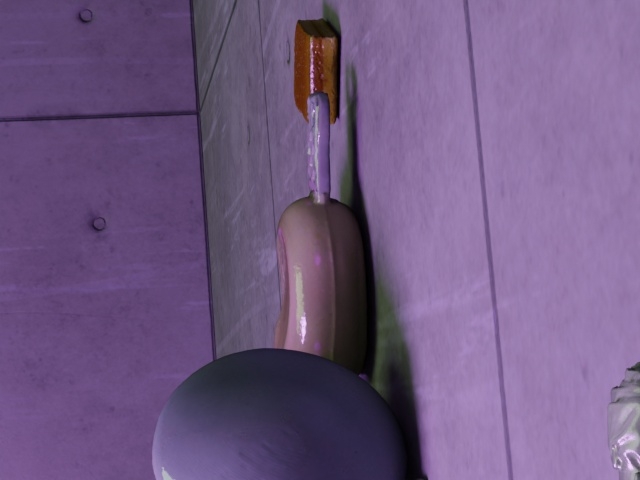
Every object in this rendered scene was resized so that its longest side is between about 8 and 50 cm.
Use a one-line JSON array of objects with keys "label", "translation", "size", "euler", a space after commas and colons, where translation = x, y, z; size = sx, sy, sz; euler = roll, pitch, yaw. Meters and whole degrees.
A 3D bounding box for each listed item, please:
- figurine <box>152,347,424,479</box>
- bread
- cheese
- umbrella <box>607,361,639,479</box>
[{"label": "figurine", "translation": [-0.052, 0.210, 1.282], "size": [0.382, 0.225, 0.205], "euler": [128, 142, -76]}, {"label": "bread", "translation": [-0.004, -0.174, 1.433], "size": [0.090, 0.035, 0.094], "euler": [-116, 25, -65]}, {"label": "cheese", "translation": [0.000, 0.000, 1.349], "size": [0.163, 0.082, 0.286], "euler": [-153, 63, -78]}, {"label": "umbrella", "translation": [0.144, 0.123, 0.600], "size": [0.067, 0.062, 0.143], "euler": [13, 101, 58]}]
